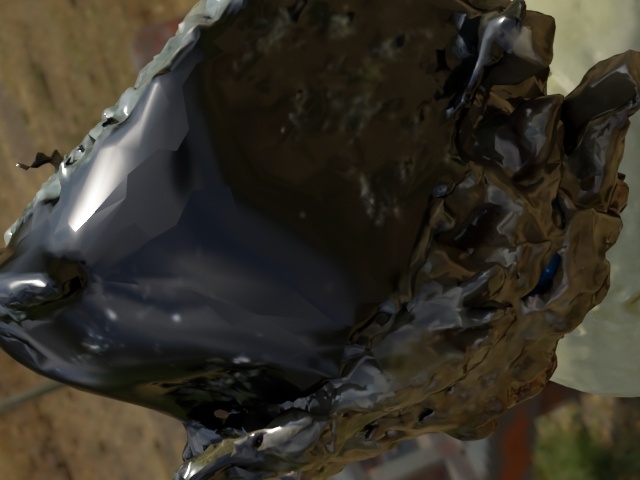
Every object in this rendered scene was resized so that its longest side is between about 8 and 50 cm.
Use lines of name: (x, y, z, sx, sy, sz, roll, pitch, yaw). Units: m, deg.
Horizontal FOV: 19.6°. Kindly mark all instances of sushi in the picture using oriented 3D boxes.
sushi: (0.004, 0.004, 0.723, 0.219, 0.225, 0.238, 41, 163, -13)

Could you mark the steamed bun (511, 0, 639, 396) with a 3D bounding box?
steamed bun: (0.158, -0.150, 1.173, 0.371, 0.290, 0.455, -62, -37, -56)
